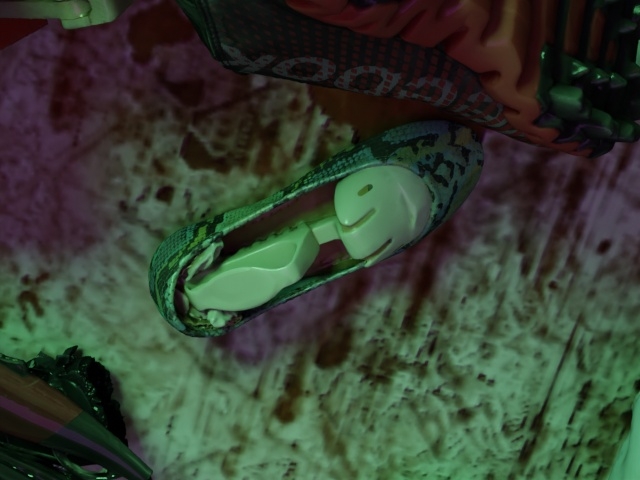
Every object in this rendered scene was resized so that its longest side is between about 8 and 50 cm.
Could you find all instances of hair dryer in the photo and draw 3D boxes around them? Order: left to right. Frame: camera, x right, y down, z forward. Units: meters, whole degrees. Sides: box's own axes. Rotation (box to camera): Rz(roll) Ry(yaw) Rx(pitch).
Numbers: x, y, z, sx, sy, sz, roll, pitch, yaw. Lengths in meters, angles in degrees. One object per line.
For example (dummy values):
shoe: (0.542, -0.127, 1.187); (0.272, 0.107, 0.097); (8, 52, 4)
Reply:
hair dryer: (-0.205, 0.048, 0.801); (0.224, 0.080, 0.293); (-6, 107, -3)

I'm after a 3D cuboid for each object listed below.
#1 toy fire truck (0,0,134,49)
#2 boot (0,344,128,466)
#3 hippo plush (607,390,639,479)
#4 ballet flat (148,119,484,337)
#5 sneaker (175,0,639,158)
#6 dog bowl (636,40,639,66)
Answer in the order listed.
toy fire truck: (-0.080, -0.123, 0.702); (0.135, 0.192, 0.047); (-28, 116, -21)
boot: (-0.153, 0.120, 0.856); (0.099, 0.045, 0.121); (-13, 107, 8)
hippo plush: (0.148, 0.222, 0.857); (0.237, 0.234, 0.294); (-11, 101, 36)
ballet flat: (0.000, 0.000, 0.799); (0.188, 0.070, 0.070); (-27, 112, 9)
sneaker: (0.028, -0.100, 0.598); (0.276, 0.135, 0.097); (20, 77, -48)
dog bowl: (0.142, -0.197, 0.695); (0.265, 0.104, 0.264); (-1, 113, -1)
